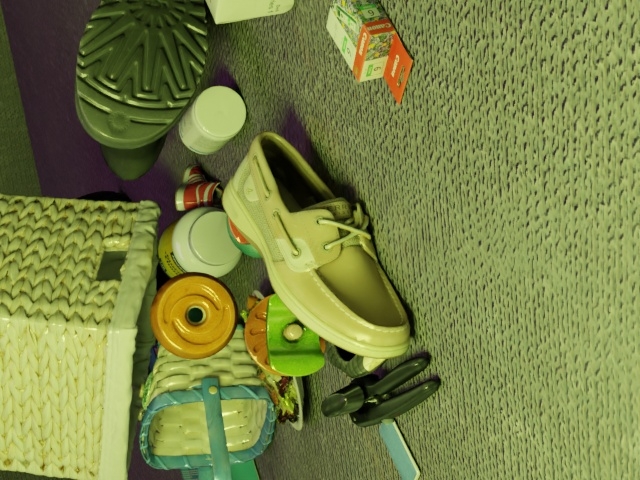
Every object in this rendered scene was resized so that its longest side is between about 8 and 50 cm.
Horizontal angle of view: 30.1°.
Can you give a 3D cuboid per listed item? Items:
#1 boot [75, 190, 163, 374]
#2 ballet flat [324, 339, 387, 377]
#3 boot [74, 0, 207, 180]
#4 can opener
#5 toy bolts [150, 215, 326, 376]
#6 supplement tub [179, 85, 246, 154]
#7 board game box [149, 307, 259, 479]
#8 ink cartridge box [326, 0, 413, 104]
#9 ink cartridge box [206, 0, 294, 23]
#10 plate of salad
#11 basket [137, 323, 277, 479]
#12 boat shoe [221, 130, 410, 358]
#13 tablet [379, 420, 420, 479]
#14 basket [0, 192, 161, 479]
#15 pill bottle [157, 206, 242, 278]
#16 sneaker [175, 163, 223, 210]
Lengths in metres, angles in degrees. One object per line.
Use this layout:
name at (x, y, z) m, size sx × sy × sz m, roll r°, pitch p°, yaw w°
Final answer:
boot at (-0.397, 0.082, 2.333) m, size 0.348 × 0.131 × 0.260 m, roll -130°, pitch 31°, yaw -48°
ballet flat at (0.037, 0.116, 1.292) m, size 0.049 × 0.057 × 0.173 m, roll 57°, pitch 164°, yaw -9°
boot at (-0.257, -0.199, 1.609) m, size 0.445 × 0.146 × 0.367 m, roll 128°, pitch 156°, yaw -62°
can opener at (0.071, 0.164, 1.250) m, size 0.059 × 0.073 × 0.186 m, roll 61°, pitch 146°, yaw 1°
toy bolts at (-0.096, 0.047, 1.436) m, size 0.158 × 0.218 × 0.228 m, roll 153°, pitch 120°, yaw -78°
supplement tub at (-0.143, -0.157, 1.564) m, size 0.107 × 0.071 × 0.071 m, roll 157°, pitch 98°, yaw -69°
board game box at (-0.217, 0.272, 2.065) m, size 0.254 × 0.079 × 0.336 m, roll 147°, pitch 107°, yaw -69°
ink cartridge box at (0.044, -0.183, 1.103) m, size 0.063 × 0.029 × 0.115 m, roll 104°, pitch 146°, yaw -53°
ink cartridge box at (-0.098, -0.364, 1.259) m, size 0.160 × 0.092 × 0.219 m, roll 108°, pitch 142°, yaw -58°
plate of salad at (-0.068, 0.164, 1.610) m, size 0.200 × 0.048 × 0.200 m, roll 164°, pitch 90°, yaw -76°
basket at (-0.166, 0.290, 1.758) m, size 0.255 × 0.201 × 0.289 m, roll 102°, pitch 157°, yaw -50°
boat shoe at (0.000, 0.000, 1.248) m, size 0.302 × 0.109 × 0.098 m, roll 51°, pitch 129°, yaw 36°
tablet at (0.088, 0.234, 1.326) m, size 0.054 × 0.006 × 0.083 m, roll 103°, pitch 147°, yaw -53°
basket at (-0.392, 0.144, 1.805) m, size 0.328 × 0.266 × 0.331 m, roll -89°, pitch 6°, yaw -54°
pill bottle at (-0.169, 0.007, 1.705) m, size 0.184 × 0.103 × 0.103 m, roll 159°, pitch 95°, yaw -71°
sneaker at (-0.171, -0.079, 1.756) m, size 0.118 × 0.067 × 0.042 m, roll -79°, pitch -15°, yaw -60°
